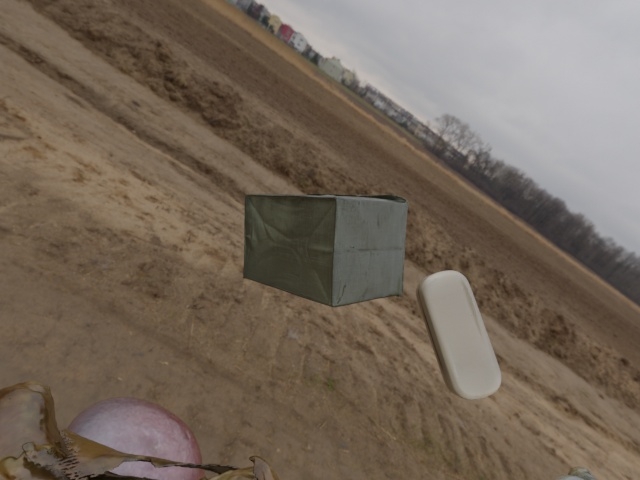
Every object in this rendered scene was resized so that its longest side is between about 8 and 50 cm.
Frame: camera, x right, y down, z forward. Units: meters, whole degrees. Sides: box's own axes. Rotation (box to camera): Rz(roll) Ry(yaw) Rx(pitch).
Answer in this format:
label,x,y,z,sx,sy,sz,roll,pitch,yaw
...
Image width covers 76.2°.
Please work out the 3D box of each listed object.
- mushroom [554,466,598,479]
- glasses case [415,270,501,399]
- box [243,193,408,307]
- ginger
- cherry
label,x,y,z,sx,sy,sz,roll,pitch,yaw
mushroom,0.615,0.603,0.954,0.270,0.103,0.118,23,11,-45
glasses case,0.213,0.145,0.640,0.050,0.083,0.196,94,-18,-76
box,0.000,0.000,0.646,0.149,0.155,0.231,-2,8,-41
ginger,-0.169,0.210,0.322,0.309,0.133,0.107,5,1,14
cherry,-0.313,0.371,0.678,0.239,0.206,0.239,-5,10,1
